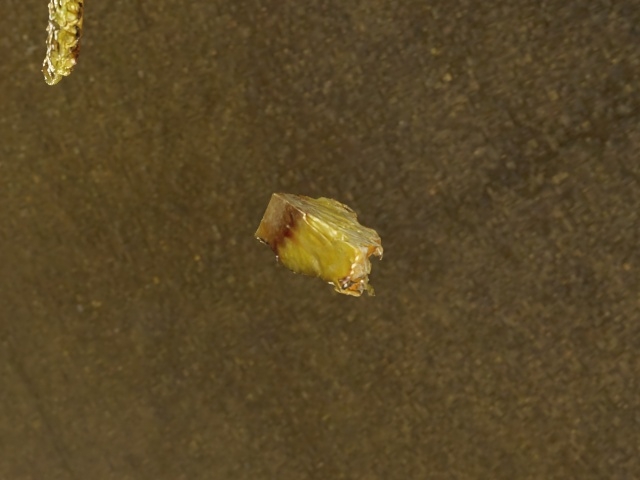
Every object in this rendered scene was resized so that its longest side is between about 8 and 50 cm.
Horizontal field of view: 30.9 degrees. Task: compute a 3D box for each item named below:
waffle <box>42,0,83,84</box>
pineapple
[{"bbox_3d":[-0.445,-0.399,1.988,0.243,0.059,0.237,138,132,-64],"label":"waffle"},{"bbox_3d":[0.000,0.000,1.648,0.114,0.186,0.236,-66,13,5],"label":"pineapple"}]
